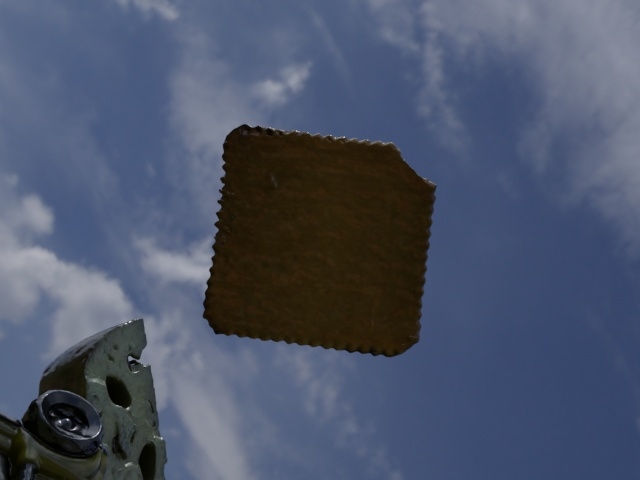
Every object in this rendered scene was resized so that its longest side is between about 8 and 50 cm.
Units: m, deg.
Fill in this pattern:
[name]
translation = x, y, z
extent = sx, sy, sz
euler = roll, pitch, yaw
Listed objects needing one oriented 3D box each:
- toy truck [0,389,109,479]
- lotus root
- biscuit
[toy truck]
translation = -0.297, 0.203, 1.026
extent = 0.224, 0.165, 0.147
euler = 27, -65, -21
[lotus root]
translation = -0.265, 0.216, 1.455
extent = 0.119, 0.138, 0.234
euler = -20, -110, 35
[biscuit]
translation = 0.000, 0.000, 1.293
extent = 0.237, 0.013, 0.232
euler = 7, -92, 4
